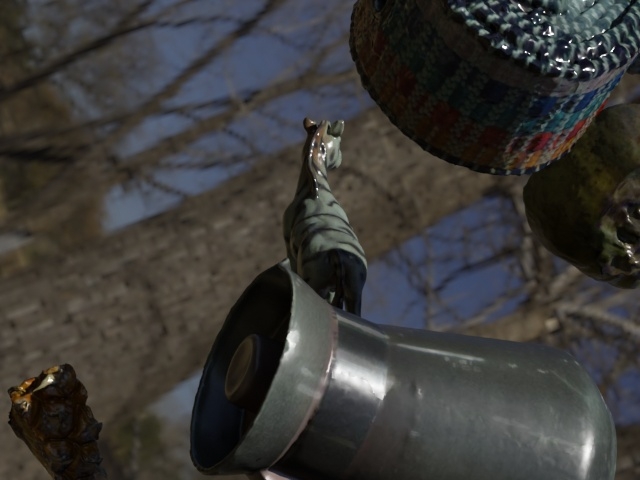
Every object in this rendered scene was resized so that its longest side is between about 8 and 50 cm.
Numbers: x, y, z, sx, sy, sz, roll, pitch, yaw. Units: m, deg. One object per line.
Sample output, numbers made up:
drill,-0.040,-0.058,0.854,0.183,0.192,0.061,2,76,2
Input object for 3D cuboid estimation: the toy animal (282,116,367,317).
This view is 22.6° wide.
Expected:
toy animal,-0.002,0.010,1.685,0.170,0.090,0.255,98,-16,-48

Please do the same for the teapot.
teapot,0.067,0.196,1.469,0.253,0.344,0.300,-27,-137,63

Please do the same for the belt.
belt,0.144,-0.183,1.209,0.160,0.207,0.295,-59,-176,47

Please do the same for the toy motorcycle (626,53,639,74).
toy motorcycle,0.279,-0.299,1.756,0.327,0.188,0.143,23,-7,33

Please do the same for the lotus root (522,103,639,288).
lotus root,0.291,-0.025,1.434,0.183,0.203,0.078,-56,-155,25

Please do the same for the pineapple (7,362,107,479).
pineapple,-0.260,0.185,1.543,0.116,0.069,0.137,12,-60,56
